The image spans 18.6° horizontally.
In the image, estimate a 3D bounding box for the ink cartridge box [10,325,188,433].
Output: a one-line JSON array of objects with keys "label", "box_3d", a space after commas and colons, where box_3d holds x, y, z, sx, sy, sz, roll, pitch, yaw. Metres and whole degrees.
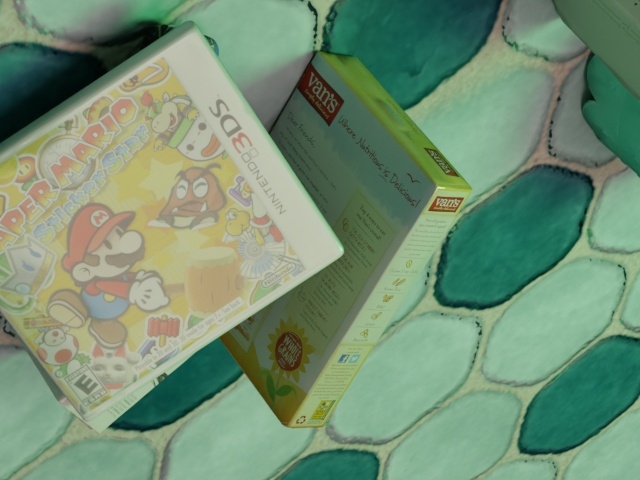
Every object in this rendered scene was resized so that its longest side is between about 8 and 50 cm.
[{"label": "ink cartridge box", "box_3d": [-0.150, 0.054, 1.477, 0.150, 0.109, 0.063, -40, 142, 1]}]

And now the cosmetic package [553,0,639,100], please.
[{"label": "cosmetic package", "box_3d": [0.364, -0.264, 1.511, 0.365, 0.197, 0.155, -38, 144, -4]}]

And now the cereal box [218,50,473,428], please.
[{"label": "cereal box", "box_3d": [0.000, 0.000, 1.498, 0.047, 0.173, 0.240, 6, 126, -44]}]

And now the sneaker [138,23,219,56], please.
[{"label": "sneaker", "box_3d": [-0.109, -0.092, 1.408, 0.058, 0.052, 0.135, -4, 132, -44]}]

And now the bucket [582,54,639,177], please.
[{"label": "bucket", "box_3d": [0.385, -0.123, 1.688, 0.281, 0.183, 0.281, -23, 141, -20]}]

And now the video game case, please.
[{"label": "video game case", "box_3d": [-0.129, -0.010, 1.377, 0.227, 0.026, 0.206, -33, 113, 1]}]
